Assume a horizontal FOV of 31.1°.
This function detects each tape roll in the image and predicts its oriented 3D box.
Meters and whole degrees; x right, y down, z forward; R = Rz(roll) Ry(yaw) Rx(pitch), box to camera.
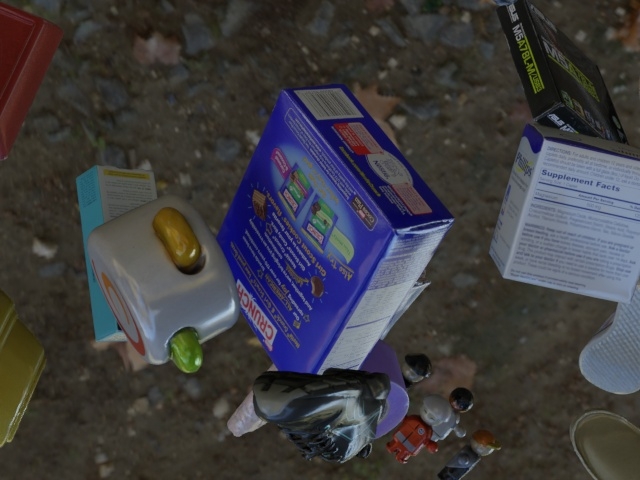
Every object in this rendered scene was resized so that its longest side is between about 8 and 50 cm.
[{"bbox_3d":[0.031,0.226,1.694,0.189,0.080,0.189,-8,140,-7],"label":"tape roll"}]

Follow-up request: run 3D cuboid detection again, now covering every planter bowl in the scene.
[{"bbox_3d":[-0.354,0.155,1.233,0.090,0.217,0.217,23,110,-10],"label":"planter bowl"}]

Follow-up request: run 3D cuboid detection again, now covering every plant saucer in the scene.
[{"bbox_3d":[-0.533,-0.272,1.663,0.258,0.259,0.048,21,148,-10],"label":"plant saucer"}]

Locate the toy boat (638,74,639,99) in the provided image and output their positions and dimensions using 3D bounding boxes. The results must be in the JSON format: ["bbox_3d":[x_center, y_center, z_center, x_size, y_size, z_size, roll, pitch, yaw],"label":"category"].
[{"bbox_3d":[0.640,-0.254,1.865,0.151,0.231,0.151,-16,109,-56],"label":"toy boat"}]

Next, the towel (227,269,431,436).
[{"bbox_3d":[0.018,0.191,1.988,0.317,0.053,0.332,-22,155,-48],"label":"towel"}]

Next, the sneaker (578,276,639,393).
[{"bbox_3d":[0.471,0.104,1.651,0.161,0.102,0.282,-51,166,-35],"label":"sneaker"}]

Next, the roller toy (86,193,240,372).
[{"bbox_3d":[-0.193,0.043,1.445,0.146,0.191,0.209,-28,117,-18],"label":"roller toy"}]

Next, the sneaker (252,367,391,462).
[{"bbox_3d":[0.009,0.196,1.265,0.267,0.101,0.106,13,83,-62],"label":"sneaker"}]

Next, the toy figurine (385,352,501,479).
[{"bbox_3d":[0.218,0.337,2.170,0.209,0.213,0.148,33,106,-25],"label":"toy figurine"}]

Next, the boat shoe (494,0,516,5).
[{"bbox_3d":[0.174,-0.318,1.088,0.065,0.083,0.183,-4,81,-23],"label":"boat shoe"}]

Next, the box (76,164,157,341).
[{"bbox_3d":[-0.277,0.019,1.631,0.100,0.244,0.060,4,159,-42],"label":"box"}]

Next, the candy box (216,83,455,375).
[{"bbox_3d":[0.000,0.000,1.520,0.122,0.268,0.317,-8,140,-39],"label":"candy box"}]

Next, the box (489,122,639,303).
[{"bbox_3d":[0.239,-0.026,1.064,0.126,0.072,0.137,12,107,-7],"label":"box"}]

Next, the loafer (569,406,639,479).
[{"bbox_3d":[0.433,0.318,1.528,0.102,0.268,0.092,-41,146,-2],"label":"loafer"}]

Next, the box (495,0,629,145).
[{"bbox_3d":[0.295,-0.178,1.367,0.045,0.184,0.190,-31,139,29],"label":"box"}]
